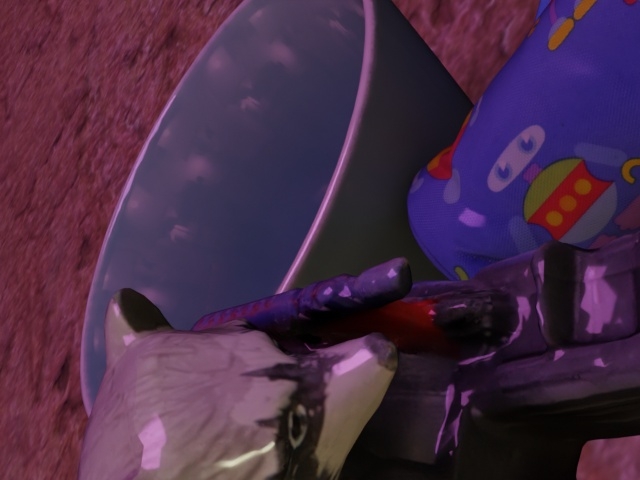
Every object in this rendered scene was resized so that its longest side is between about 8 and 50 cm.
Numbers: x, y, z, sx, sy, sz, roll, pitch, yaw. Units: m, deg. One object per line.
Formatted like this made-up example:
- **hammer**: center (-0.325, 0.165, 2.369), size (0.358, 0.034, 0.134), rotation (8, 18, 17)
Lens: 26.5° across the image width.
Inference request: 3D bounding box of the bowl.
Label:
- **bowl**: center (0.000, 0.000, 0.825), size (0.311, 0.163, 0.312), rotation (-44, 32, 37)

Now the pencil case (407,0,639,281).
- **pencil case**: center (0.162, -0.082, 0.605), size (0.119, 0.133, 0.306), rotation (-28, -22, -52)

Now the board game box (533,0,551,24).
- **board game box**: center (0.200, -0.191, 0.754), size (0.160, 0.047, 0.210), rotation (-11, 58, 59)

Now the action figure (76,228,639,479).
- **action figure**: center (0.088, 0.102, 0.368), size (0.341, 0.330, 0.179), rotation (-28, 41, 52)
